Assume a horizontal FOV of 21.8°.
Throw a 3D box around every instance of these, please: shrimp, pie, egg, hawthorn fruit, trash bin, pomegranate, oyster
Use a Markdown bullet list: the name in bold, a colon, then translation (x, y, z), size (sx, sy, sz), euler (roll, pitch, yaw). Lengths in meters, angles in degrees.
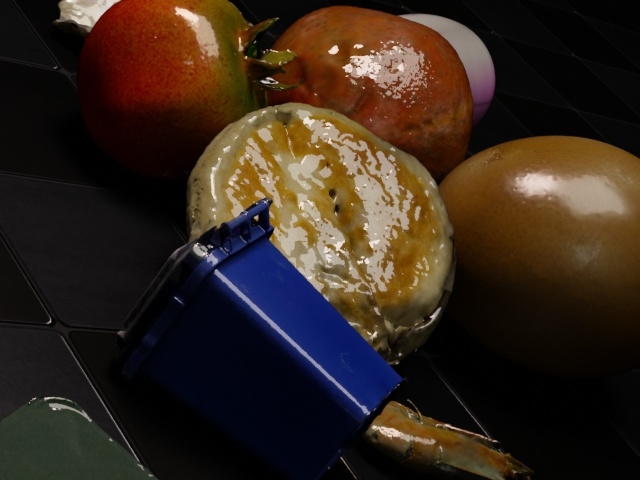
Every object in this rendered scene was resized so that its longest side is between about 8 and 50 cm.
- **shrimp**: translation (0.126, 0.206, 1.688), size (0.217, 0.051, 0.115), euler (21, 24, -19)
- **pie**: translation (0.000, 0.000, 1.765), size (0.339, 0.077, 0.339), euler (14, 59, -25)
- **egg**: translation (0.286, 0.018, 1.956), size (0.351, 0.282, 0.282), euler (20, 26, -19)
- **hawthorn fruit**: translation (0.030, -0.135, 1.988), size (0.277, 0.277, 0.298), euler (39, 33, 15)
- **egg**: translation (0.126, -0.229, 2.363), size (0.271, 0.196, 0.196), euler (3, 36, -34)
- **trash bin**: translation (-0.047, 0.099, 1.536), size (0.234, 0.184, 0.162), euler (41, 26, 7)
- **pomegranate**: translation (-0.146, -0.180, 1.868), size (0.221, 0.257, 0.220), euler (-10, 90, -72)
- **oyster**: translation (-0.219, -0.275, 2.134), size (0.223, 0.083, 0.214), euler (23, 36, 14)

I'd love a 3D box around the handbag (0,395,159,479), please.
- **handbag**: translation (-0.169, 0.246, 1.211), size (0.260, 0.079, 0.247), euler (36, 24, 9)
